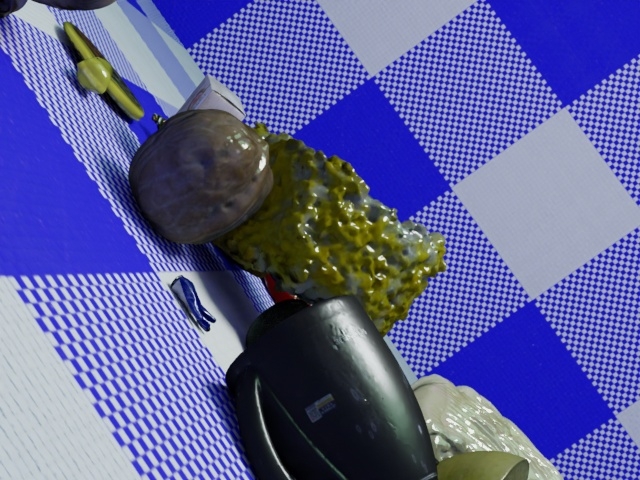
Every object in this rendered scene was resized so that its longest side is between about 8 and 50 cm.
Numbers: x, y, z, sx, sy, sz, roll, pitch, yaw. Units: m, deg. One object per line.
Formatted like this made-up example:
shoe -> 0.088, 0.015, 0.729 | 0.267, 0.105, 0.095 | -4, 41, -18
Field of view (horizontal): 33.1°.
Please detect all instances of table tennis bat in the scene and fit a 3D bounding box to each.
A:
table tennis bat -> -0.396, -0.306, 1.943 | 0.224, 0.054, 0.368 | 53, 1, -12

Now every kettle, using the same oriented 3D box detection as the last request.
kettle -> 0.014, 0.248, 1.361 | 0.268, 0.207, 0.290 | -14, 63, -44

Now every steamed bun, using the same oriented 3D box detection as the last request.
steamed bun -> 0.233, 0.420, 1.840 | 0.339, 0.247, 0.352 | 38, 14, -1

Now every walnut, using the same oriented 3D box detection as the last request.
walnut -> -0.178, -0.099, 1.629 | 0.224, 0.224, 0.224 | 54, 5, -7

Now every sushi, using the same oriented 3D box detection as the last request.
sushi -> 0.000, 0.000, 1.832 | 0.351, 0.240, 0.396 | 39, -7, -39

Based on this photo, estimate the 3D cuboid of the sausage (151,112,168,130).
sausage -> -0.219, -0.112, 2.165 | 0.371, 0.082, 0.082 | 51, 6, -24

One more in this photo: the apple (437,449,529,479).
apple -> 0.226, 0.437, 1.471 | 0.292, 0.292, 0.254 | 55, 28, 10

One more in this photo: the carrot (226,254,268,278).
carrot -> -0.154, -0.004, 2.030 | 0.173, 0.082, 0.082 | 48, 7, -21

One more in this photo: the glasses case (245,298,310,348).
glasses case -> -0.016, 0.214, 1.590 | 0.082, 0.122, 0.321 | 47, 8, -46

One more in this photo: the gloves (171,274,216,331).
gloves -> -0.174, 0.088, 1.501 | 0.086, 0.026, 0.064 | 55, 3, 12

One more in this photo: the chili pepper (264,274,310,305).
chili pepper -> -0.065, 0.072, 2.259 | 0.252, 0.136, 0.144 | -92, 174, -68

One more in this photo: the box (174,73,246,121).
box -> -0.220, -0.179, 1.847 | 0.081, 0.199, 0.135 | 35, 12, -19

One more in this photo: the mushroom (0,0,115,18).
mushroom -> -0.434, -0.443, 1.507 | 0.362, 0.294, 0.362 | 28, -11, 6
